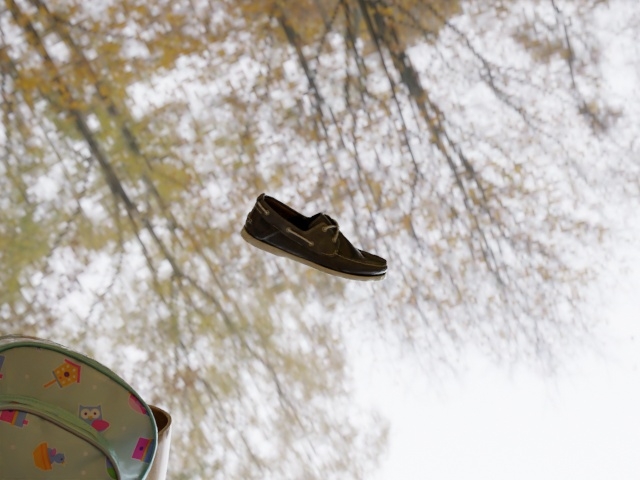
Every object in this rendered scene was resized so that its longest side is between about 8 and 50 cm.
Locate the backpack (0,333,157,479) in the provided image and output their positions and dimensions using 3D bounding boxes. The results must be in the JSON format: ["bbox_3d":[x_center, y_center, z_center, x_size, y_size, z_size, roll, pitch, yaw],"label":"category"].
[{"bbox_3d":[-0.206,0.162,0.849,0.188,0.166,0.144,-65,-167,-15],"label":"backpack"}]

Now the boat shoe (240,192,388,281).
[{"bbox_3d":[0.000,0.000,1.825,0.233,0.079,0.084,21,-164,-9],"label":"boat shoe"}]

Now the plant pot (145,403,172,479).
[{"bbox_3d":[-0.315,0.365,1.616,0.237,0.254,0.237,0,-171,0],"label":"plant pot"}]
